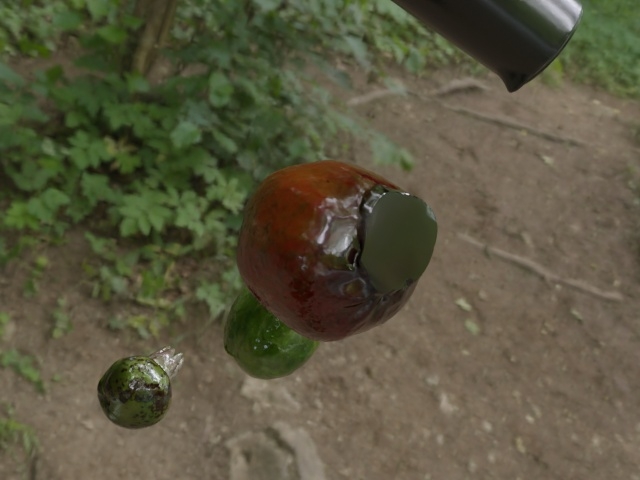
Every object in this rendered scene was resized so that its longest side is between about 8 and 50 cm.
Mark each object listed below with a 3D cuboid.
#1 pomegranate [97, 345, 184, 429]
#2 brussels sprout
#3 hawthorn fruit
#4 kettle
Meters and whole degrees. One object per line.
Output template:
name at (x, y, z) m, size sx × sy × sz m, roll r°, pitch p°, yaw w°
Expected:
pomegranate at (-0.311, 0.241, 1.424) m, size 0.125 × 0.163 × 0.138 m, roll 26°, pitch -35°, yaw -16°
brussels sprout at (-0.076, 0.136, 1.271) m, size 0.143 × 0.181 × 0.162 m, roll 4°, pitch 51°, yaw -34°
hawthorn fruit at (0.000, 0.000, 0.961) m, size 0.215 × 0.215 × 0.249 m, roll 10°, pitch 18°, yaw -46°
kettle at (0.275, -0.436, 1.394) m, size 0.308 × 0.262 × 0.203 m, roll 34°, pitch -38°, yaw -12°
